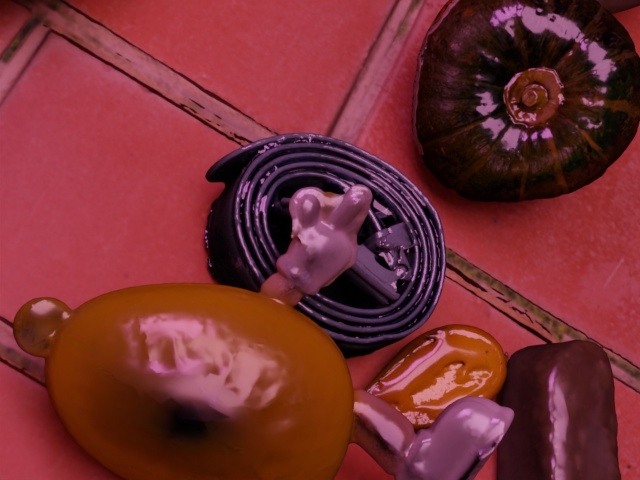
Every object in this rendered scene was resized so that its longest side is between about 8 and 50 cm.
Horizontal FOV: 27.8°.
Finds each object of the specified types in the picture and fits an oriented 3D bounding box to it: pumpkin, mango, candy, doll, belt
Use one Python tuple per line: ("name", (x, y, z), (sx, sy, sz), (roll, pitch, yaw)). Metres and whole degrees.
("pumpkin", (0.227, -0.162, 1.427), (0.260, 0.189, 0.260), (0, 94, 6))
("mango", (0.118, 0.146, 1.333), (0.187, 0.066, 0.101), (-25, 90, -24))
("candy", (0.247, 0.221, 1.339), (0.102, 0.104, 0.234), (10, 67, -26))
("doll", (-0.032, 0.152, 1.186), (0.348, 0.161, 0.423), (-34, 101, -6))
("belt", (0.000, 0.000, 1.305), (0.267, 0.116, 0.206), (31, 66, -13))

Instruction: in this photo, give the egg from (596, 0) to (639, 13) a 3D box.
("egg", (0.339, -0.399, 1.529), (0.352, 0.258, 0.258), (-30, 84, -28))
